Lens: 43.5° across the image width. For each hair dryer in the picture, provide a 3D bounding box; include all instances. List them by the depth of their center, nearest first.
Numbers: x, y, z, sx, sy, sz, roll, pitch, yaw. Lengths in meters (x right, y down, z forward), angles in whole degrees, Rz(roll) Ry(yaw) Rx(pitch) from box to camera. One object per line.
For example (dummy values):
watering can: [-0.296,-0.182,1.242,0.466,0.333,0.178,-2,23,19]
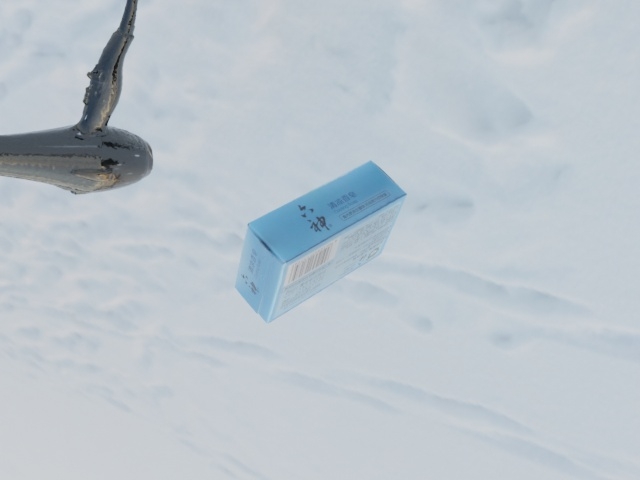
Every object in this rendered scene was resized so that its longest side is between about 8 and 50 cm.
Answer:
hair dryer: [-0.354,-0.228,1.176,0.120,0.303,0.360,46,121,39]

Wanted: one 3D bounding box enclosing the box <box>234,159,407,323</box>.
box: [0.000,0.000,1.113,0.083,0.232,0.143,44,144,22]
